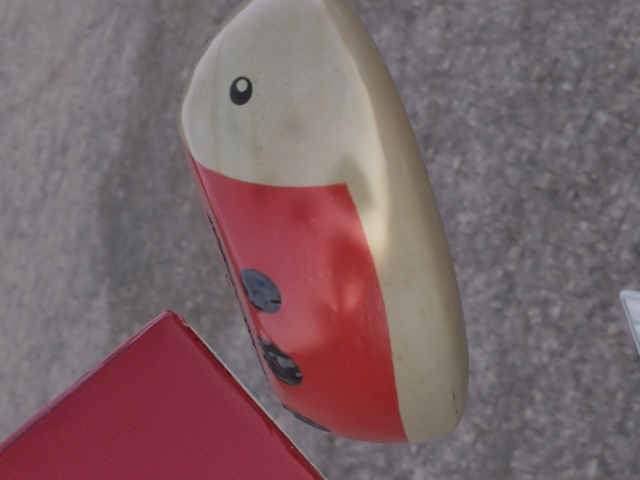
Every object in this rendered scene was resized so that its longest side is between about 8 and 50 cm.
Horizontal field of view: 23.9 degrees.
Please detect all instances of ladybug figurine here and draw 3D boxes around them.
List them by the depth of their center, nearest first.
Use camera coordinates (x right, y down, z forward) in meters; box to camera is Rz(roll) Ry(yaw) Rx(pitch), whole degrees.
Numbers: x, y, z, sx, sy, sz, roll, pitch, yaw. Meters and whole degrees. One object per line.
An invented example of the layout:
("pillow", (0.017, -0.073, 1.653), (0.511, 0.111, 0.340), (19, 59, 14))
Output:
("ladybug figurine", (0.000, 0.000, 1.246), (0.305, 0.162, 0.449), (-122, 12, -57))

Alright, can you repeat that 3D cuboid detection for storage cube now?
("storage cube", (-0.065, 0.178, 0.617), (0.193, 0.215, 0.183), (-41, -15, -12))

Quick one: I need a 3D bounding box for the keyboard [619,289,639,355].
("keyboard", (0.211, 0.136, 0.743), (0.014, 0.256, 0.072), (-37, 25, -31))
